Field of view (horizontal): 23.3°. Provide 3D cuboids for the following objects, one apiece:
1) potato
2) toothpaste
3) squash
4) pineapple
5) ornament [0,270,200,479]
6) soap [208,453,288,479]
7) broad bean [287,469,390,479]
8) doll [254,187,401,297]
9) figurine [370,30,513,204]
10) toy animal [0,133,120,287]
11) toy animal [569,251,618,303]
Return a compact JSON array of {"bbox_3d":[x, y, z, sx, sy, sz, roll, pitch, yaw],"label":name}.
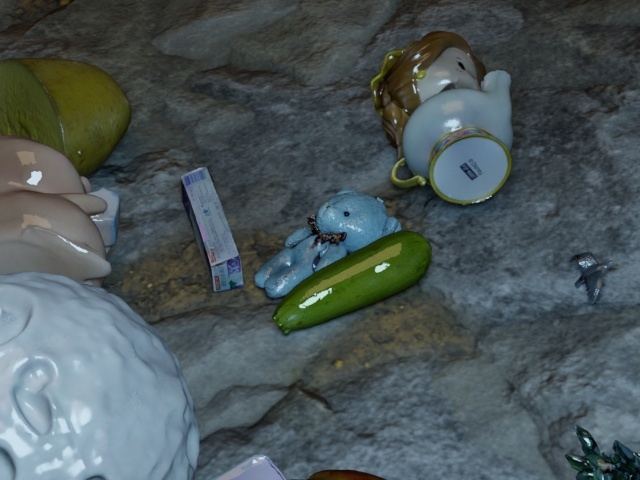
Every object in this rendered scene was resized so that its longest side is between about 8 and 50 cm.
[{"bbox_3d":[-0.323,-0.160,2.017,0.158,0.178,0.203,-16,12,-33],"label":"potato"},{"bbox_3d":[-0.133,-0.016,1.874,0.040,0.047,0.196,-13,39,-9],"label":"toothpaste"},{"bbox_3d":[0.037,0.049,1.746,0.201,0.066,0.066,-28,42,-13],"label":"squash"},{"bbox_3d":[0.341,0.190,1.484,0.221,0.103,0.083,-26,8,-18],"label":"pineapple"},{"bbox_3d":[-0.278,0.185,1.445,0.337,0.337,0.337,-6,39,5],"label":"ornament"},{"bbox_3d":[0.009,0.355,1.195,0.107,0.285,0.296,-28,43,-19],"label":"soap"},{"bbox_3d":[0.028,0.273,1.396,0.229,0.156,0.122,10,69,15],"label":"broad bean"},{"bbox_3d":[0.000,-0.004,1.808,0.180,0.075,0.120,-27,38,-22],"label":"doll"},{"bbox_3d":[0.151,-0.159,1.922,0.189,0.142,0.263,-31,37,10],"label":"figurine"},{"bbox_3d":[-0.342,-0.021,1.812,0.213,0.195,0.256,-1,36,-2],"label":"toy animal"},{"bbox_3d":[0.308,0.038,1.730,0.050,0.028,0.084,-13,36,-3],"label":"toy animal"}]
